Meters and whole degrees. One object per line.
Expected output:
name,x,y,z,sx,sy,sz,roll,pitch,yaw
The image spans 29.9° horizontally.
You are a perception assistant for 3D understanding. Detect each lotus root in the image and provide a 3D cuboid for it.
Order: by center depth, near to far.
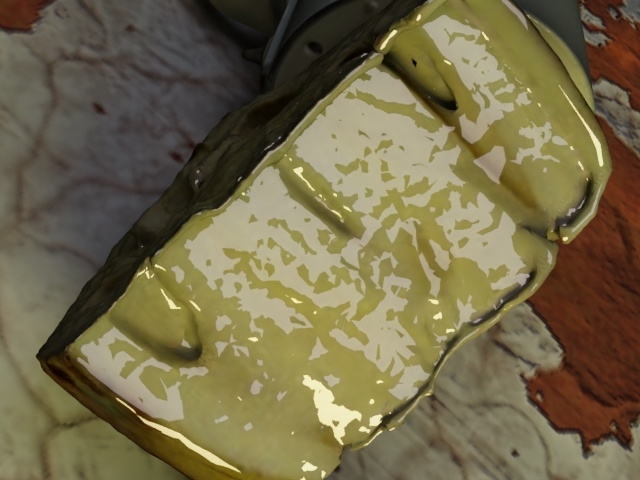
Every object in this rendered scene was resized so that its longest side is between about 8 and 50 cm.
lotus root,0.000,0.000,0.506,0.235,0.138,0.119,-43,106,-8

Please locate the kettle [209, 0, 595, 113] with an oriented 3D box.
kettle,0.039,-0.144,0.665,0.210,0.160,0.243,5,46,4
